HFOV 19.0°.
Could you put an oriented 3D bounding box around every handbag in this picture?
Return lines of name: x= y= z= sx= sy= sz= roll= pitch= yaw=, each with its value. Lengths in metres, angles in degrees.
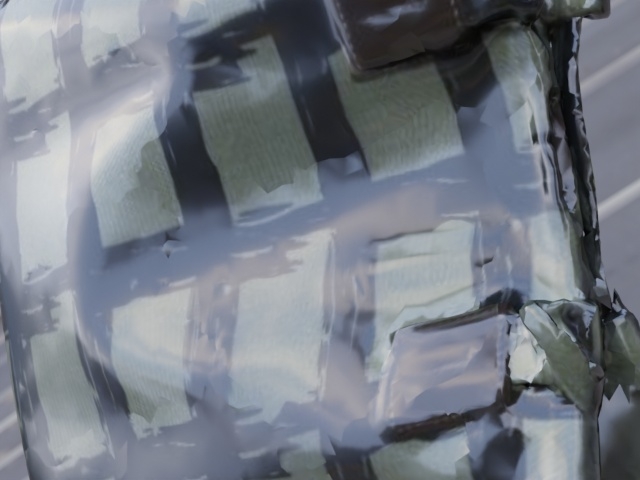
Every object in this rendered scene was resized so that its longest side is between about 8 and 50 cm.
handbag: x=0.000 y=0.000 z=0.775 sx=0.162 sy=0.325 sz=0.327 roll=-5 pitch=-9 yaw=-37
